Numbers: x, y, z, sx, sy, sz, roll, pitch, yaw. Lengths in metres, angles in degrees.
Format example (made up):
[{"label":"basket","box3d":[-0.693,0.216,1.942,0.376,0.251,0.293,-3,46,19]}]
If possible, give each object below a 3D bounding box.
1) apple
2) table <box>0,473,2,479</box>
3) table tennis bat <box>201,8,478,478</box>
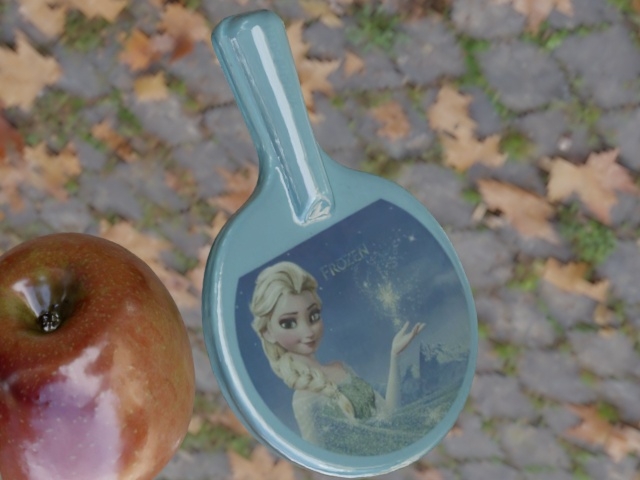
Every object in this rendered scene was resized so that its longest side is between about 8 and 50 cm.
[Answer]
[{"label":"apple","box3d":[-0.174,0.094,1.151,0.181,0.181,0.168,19,150,18]},{"label":"table","box3d":[-0.263,0.086,0.651,0.240,0.111,0.121,-20,145,-2]},{"label":"table tennis bat","box3d":[0.000,0.000,0.810,0.038,0.149,0.237,-24,83,61]}]
